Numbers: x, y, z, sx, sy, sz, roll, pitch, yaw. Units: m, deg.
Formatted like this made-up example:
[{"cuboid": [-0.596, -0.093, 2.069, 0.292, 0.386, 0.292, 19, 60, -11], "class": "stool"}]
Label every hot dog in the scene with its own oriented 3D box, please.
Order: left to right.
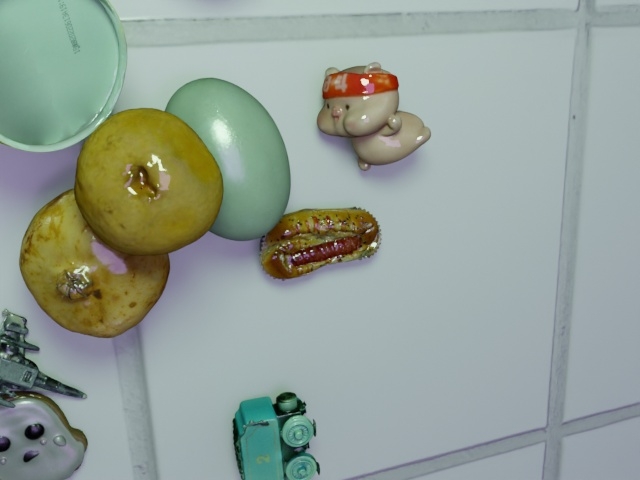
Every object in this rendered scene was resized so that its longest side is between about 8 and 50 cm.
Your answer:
[{"cuboid": [0.000, 0.000, 1.272, 0.252, 0.069, 0.131, -11, 108, -18], "class": "hot dog"}]

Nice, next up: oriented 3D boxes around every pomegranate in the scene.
[{"cuboid": [-0.360, 0.035, 1.060, 0.248, 0.248, 0.248, -6, 107, -19], "class": "pomegranate"}]

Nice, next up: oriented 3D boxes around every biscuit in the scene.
[{"cuboid": [-0.537, 0.373, 1.194, 0.181, 0.049, 0.208, -31, 114, -11], "class": "biscuit"}]

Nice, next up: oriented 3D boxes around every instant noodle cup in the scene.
[{"cuboid": [-0.423, -0.259, 0.881, 0.311, 0.221, 0.311, -36, 140, -37], "class": "instant noodle cup"}]

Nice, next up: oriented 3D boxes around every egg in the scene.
[{"cuboid": [-0.156, -0.132, 1.101, 0.203, 0.203, 0.283, -29, 110, -11], "class": "egg"}]

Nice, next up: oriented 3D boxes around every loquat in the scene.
[{"cuboid": [-0.240, -0.079, 0.929, 0.208, 0.208, 0.208, -6, 107, -19], "class": "loquat"}]

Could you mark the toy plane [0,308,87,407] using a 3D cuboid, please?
[{"cuboid": [-0.518, 0.232, 1.139, 0.262, 0.088, 0.192, 27, 67, -29], "class": "toy plane"}]

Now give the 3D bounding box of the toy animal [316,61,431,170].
[{"cuboid": [0.088, -0.231, 1.191, 0.171, 0.171, 0.198, -43, 117, -4], "class": "toy animal"}]

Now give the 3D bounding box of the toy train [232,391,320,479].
[{"cuboid": [-0.094, 0.413, 1.339, 0.162, 0.112, 0.203, -8, 108, -12], "class": "toy train"}]
